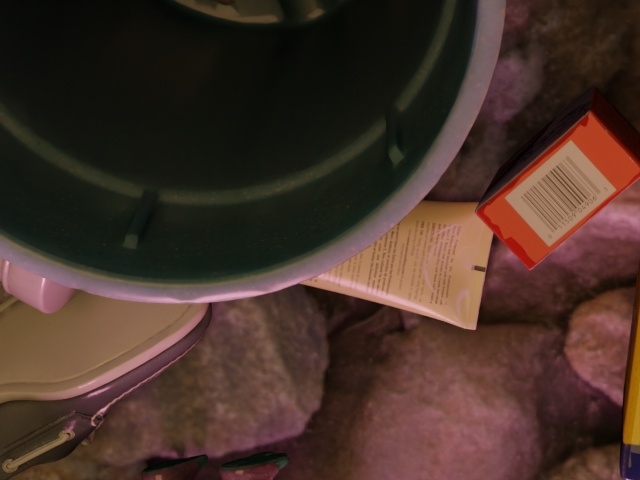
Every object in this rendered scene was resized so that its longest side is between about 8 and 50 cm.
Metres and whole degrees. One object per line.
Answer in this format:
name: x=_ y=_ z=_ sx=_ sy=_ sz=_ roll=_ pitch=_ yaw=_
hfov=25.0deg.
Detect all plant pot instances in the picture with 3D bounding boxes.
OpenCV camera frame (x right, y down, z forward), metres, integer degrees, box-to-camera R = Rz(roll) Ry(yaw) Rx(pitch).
plant pot: x=-0.064 y=-0.191 z=0.834 sx=0.341 sy=0.334 sz=0.341 roll=3 pitch=117 yaw=6

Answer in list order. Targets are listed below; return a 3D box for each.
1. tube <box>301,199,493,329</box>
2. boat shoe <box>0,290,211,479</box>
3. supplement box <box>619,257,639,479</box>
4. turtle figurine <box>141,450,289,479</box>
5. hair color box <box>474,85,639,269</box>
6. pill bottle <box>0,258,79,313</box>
tube: x=0.000 y=0.000 z=1.025 sx=0.240 sy=0.062 sz=0.070 roll=9 pitch=144 yaw=6
boat shoe: x=-0.213 y=0.112 z=1.083 sx=0.319 sy=0.116 sz=0.099 roll=-26 pitch=136 yaw=8
supplement box: x=0.300 y=-0.033 z=0.878 sx=0.194 sy=0.195 sz=0.356 roll=7 pitch=100 yaw=11
turtle figurine: x=-0.063 y=0.276 z=1.055 sx=0.175 sy=0.118 sz=0.234 roll=-7 pitch=92 yaw=14
hair color box: x=0.155 y=-0.044 z=0.922 sx=0.093 sy=0.167 sz=0.053 roll=-42 pitch=89 yaw=15
pill bottle: x=-0.299 y=-0.078 z=1.009 sx=0.323 sy=0.181 sz=0.181 roll=28 pitch=104 yaw=7
